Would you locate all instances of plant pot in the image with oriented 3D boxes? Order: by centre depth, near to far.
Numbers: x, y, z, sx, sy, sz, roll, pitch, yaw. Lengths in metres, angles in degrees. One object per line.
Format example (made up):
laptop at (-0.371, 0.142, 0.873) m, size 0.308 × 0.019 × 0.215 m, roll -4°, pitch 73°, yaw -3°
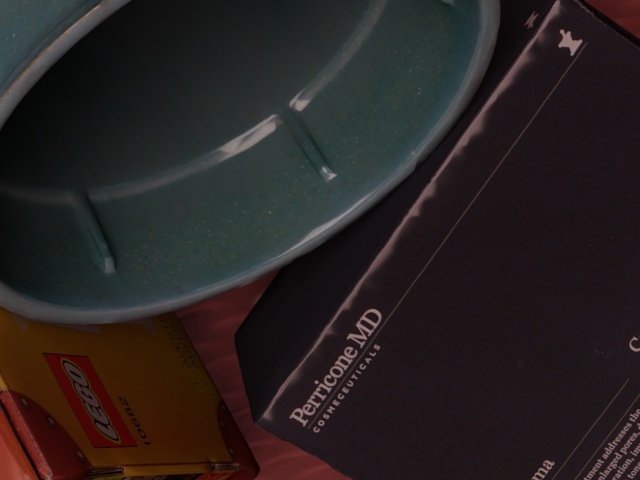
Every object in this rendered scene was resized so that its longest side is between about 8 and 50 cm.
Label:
plant pot at (-0.122, -0.183, 1.173) m, size 0.341 × 0.341 × 0.334 m, roll -38°, pitch 61°, yaw 11°

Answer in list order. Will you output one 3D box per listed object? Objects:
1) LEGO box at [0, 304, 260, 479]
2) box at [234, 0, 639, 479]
LEGO box at (-0.288, -0.005, 1.295) m, size 0.193 × 0.372 × 0.500 m, roll -33°, pitch 76°, yaw 12°
box at (0.166, 0.038, 1.329) m, size 0.312 × 0.179 × 0.343 m, roll 33°, pitch 100°, yaw -16°
